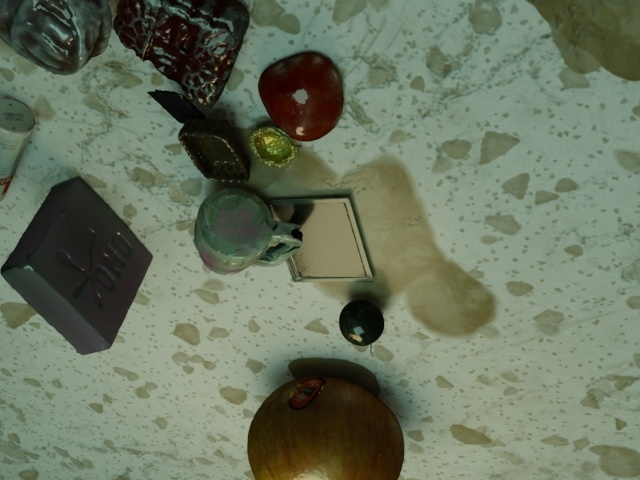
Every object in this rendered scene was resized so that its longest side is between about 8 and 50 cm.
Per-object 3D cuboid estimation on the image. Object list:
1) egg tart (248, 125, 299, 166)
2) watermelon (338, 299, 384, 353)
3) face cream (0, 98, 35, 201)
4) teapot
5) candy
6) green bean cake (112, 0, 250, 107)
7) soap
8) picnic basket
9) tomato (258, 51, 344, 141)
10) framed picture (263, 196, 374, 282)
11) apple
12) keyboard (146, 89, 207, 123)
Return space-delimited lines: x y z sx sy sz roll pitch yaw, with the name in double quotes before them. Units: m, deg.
"egg tart" -0.091 -0.193 1.747 0.105 0.039 0.105 9 136 9
"watermelon" 0.099 0.201 2.020 0.105 0.105 0.133 -13 106 28
"face cream" -0.723 -0.165 1.932 0.101 0.102 0.345 29 134 -12
"teapot" -0.168 -0.014 1.894 0.221 0.163 0.178 -15 160 -23
"candy" -0.499 -0.431 1.552 0.289 0.157 0.214 45 135 -6
"green bean cake" -0.256 -0.373 1.580 0.232 0.097 0.199 26 136 -9
"soap" -0.536 0.055 1.954 0.107 0.296 0.285 -19 127 28
"picnic basket" -0.207 -0.181 1.750 0.110 0.055 0.193 5 158 14
"tomato" -0.034 -0.253 1.640 0.166 0.082 0.174 -14 126 27
"framed picture" 0.000 0.000 1.926 0.197 0.014 0.252 -1 133 19
"apple" 0.005 0.543 2.231 0.400 0.334 0.400 10 135 10
"keyboard" -0.266 -0.253 1.686 0.074 0.015 0.196 12 172 12
